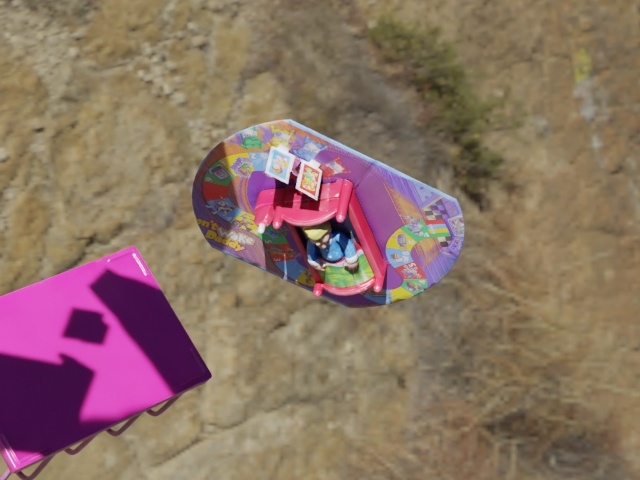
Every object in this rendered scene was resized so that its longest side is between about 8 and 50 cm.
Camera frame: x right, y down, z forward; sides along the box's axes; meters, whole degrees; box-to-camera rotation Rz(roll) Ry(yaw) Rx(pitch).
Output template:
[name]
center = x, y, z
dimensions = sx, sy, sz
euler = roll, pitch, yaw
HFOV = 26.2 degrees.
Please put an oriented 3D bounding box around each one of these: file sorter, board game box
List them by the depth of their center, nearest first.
[board game box]
center = 0.000, 0.000, 0.831
dimensions = 0.169, 0.133, 0.033
euler = 25, 48, -13
[file sorter]
center = -0.334, 0.175, 1.742
dimensions = 0.291, 0.182, 0.202
euler = -23, 76, -38
